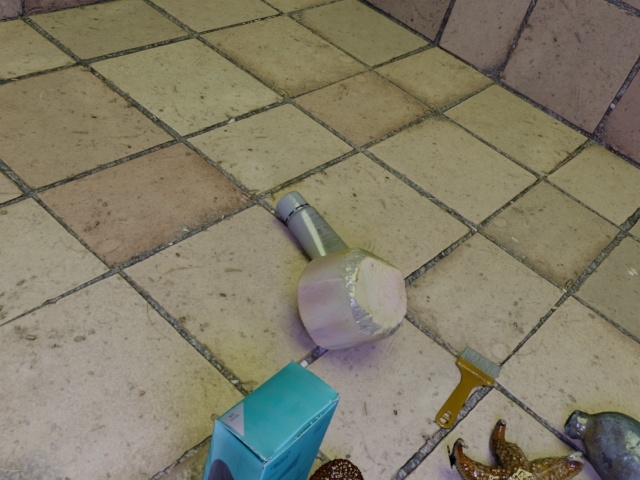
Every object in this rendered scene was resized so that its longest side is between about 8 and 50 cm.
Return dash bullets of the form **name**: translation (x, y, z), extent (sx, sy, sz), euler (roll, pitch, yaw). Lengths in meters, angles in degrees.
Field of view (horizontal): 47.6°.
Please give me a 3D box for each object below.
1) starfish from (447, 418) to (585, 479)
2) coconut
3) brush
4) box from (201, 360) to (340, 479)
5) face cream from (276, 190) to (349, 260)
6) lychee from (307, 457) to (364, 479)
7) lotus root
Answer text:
- **starfish**: translation (0.400, 0.496, 1.514), extent (0.303, 0.113, 0.312), euler (19, 42, -2)
- **coconut**: translation (0.060, 0.138, 1.694), extent (0.239, 0.244, 0.239), euler (15, 67, -40)
- **brush**: translation (0.340, 0.355, 1.723), extent (0.103, 0.013, 0.272), euler (32, 41, 15)
- **box**: translation (-0.100, 0.383, 1.270), extent (0.118, 0.311, 0.205), euler (34, 42, 20)
- **face cream**: translation (0.000, 0.000, 1.942), extent (0.143, 0.089, 0.314), euler (-21, 62, -40)
- **lychee**: translation (0.028, 0.476, 1.369), extent (0.123, 0.129, 0.123), euler (7, 3, 0)
- **lotus root**: translation (0.705, 0.492, 1.601), extent (0.175, 0.175, 0.349), euler (-22, 55, -39)
